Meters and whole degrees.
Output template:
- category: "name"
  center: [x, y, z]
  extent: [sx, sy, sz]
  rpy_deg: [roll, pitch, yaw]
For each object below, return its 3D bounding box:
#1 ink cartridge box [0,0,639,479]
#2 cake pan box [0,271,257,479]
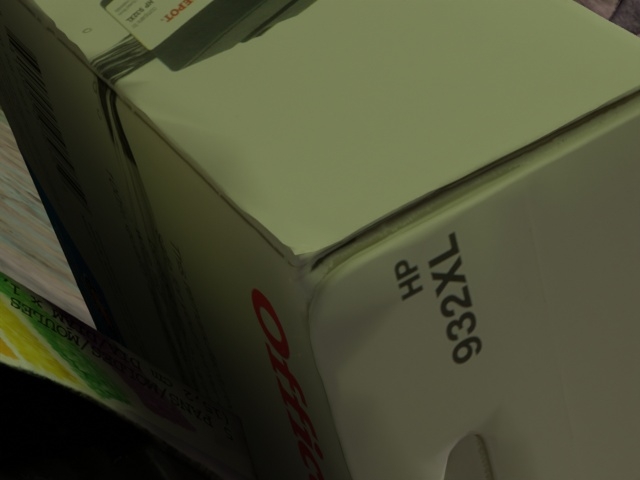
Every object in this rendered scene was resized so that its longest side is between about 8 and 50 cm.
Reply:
- category: "ink cartridge box"
  center: [0.000, 0.000, 0.601]
  extent: [0.307, 0.129, 0.223]
  rpy_deg: [43, -24, 50]
- category: "cake pan box"
  center: [-0.119, 0.045, 0.383]
  extent: [0.267, 0.070, 0.246]
  rpy_deg: [34, 9, -14]
